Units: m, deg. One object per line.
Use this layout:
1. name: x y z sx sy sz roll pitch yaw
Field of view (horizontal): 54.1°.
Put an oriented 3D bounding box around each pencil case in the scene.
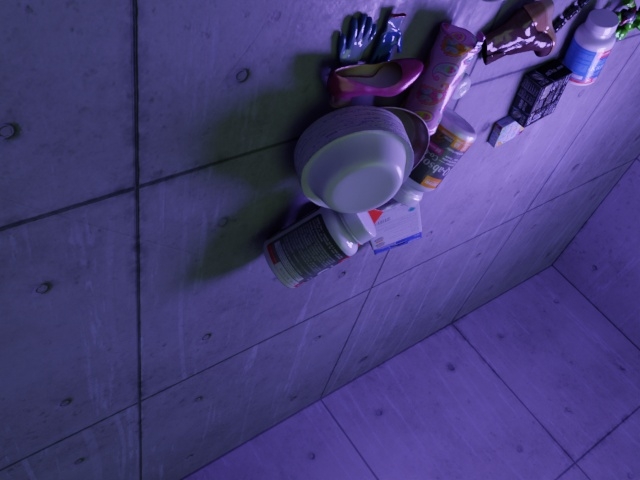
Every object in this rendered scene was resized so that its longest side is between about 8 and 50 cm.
1. pencil case: 0.301 -0.405 1.582 0.124 0.124 0.284 -15 144 -40

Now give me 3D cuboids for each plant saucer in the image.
1. plant saucer: 0.122 -0.238 1.600 0.311 0.050 0.310 -10 145 -7

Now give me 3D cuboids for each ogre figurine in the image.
1. ogre figurine: 0.971 -0.711 1.983 0.118 0.097 0.197 22 106 -37

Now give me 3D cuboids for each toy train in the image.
1. toy train: 0.736 -0.666 1.842 0.158 0.027 0.036 -43 165 7

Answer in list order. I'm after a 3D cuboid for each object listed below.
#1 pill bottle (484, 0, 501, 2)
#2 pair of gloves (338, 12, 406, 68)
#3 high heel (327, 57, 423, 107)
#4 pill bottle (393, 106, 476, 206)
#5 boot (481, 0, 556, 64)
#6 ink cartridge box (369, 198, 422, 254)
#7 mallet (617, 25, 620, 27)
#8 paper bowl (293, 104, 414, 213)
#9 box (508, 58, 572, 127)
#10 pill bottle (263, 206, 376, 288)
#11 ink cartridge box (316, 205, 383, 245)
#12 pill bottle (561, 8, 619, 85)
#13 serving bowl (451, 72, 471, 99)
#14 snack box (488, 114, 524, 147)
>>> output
1. pill bottle: 0.464 -0.667 1.261 0.392 0.224 0.224 -33 153 -13
2. pair of gloves: 0.114 -0.437 1.402 0.198 0.023 0.159 -21 150 -31
3. high heel: 0.127 -0.377 1.399 0.244 0.082 0.117 -18 162 -9
4. pill bottle: 0.304 -0.240 1.802 0.162 0.162 0.278 -3 136 -51
5. boot: 0.544 -0.551 1.742 0.207 0.090 0.248 -30 156 8
6. ink cartridge box: 0.236 -0.063 2.062 0.186 0.065 0.311 -21 151 2
7. mallet: 0.965 -0.670 2.129 0.062 0.039 0.189 -35 158 -2
8. paper bowl: 0.087 -0.174 1.508 0.285 0.148 0.284 -11 145 -8
9. box: 0.718 -0.480 2.053 0.147 0.077 0.180 -29 152 -20
10. pill bottle: 0.000 0.000 1.717 0.283 0.161 0.161 -30 157 16
11. ink cartridge box: 0.064 -0.027 1.878 0.233 0.066 0.189 14 125 -32
12. pill bottle: 0.847 -0.607 1.968 0.124 0.124 0.221 -31 153 -17
13. serving bowl: 0.395 -0.430 1.770 0.083 0.027 0.083 -30 152 -18
14. snack box: 0.652 -0.388 2.158 0.141 0.037 0.100 -28 151 -21
